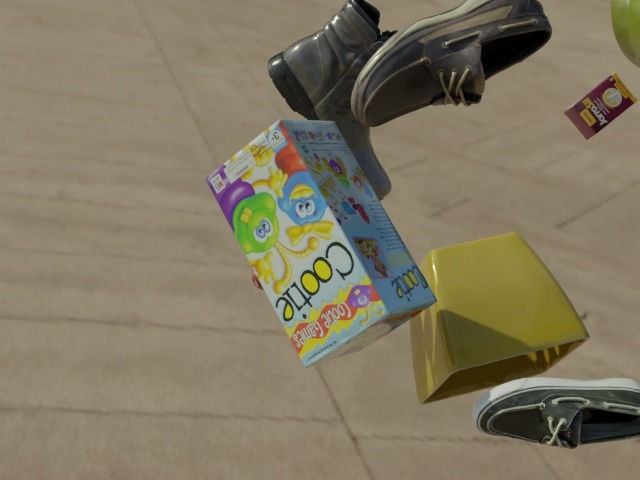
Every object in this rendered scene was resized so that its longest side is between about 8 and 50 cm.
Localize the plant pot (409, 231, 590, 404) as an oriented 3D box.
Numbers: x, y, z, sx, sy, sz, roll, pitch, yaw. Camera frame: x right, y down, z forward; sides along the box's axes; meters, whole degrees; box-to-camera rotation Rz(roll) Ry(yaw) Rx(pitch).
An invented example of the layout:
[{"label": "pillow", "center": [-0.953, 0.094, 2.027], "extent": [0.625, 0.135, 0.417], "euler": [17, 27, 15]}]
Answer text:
[{"label": "plant pot", "center": [0.237, 0.108, 1.674], "extent": [0.212, 0.187, 0.212], "euler": [-12, -19, -13]}]

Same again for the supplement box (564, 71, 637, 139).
[{"label": "supplement box", "center": [0.401, -0.193, 1.629], "extent": [0.055, 0.083, 0.043], "euler": [51, -9, 1]}]

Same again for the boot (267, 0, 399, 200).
[{"label": "boot", "center": [0.083, -0.241, 1.997], "extent": [0.222, 0.338, 0.118], "euler": [-31, 19, 19]}]

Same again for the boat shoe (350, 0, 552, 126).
[{"label": "boat shoe", "center": [0.212, -0.285, 1.798], "extent": [0.355, 0.132, 0.130], "euler": [-35, 57, -5]}]

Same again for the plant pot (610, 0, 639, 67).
[{"label": "plant pot", "center": [0.572, -0.285, 1.452], "extent": [0.366, 0.367, 0.353], "euler": [-1, 22, -29]}]

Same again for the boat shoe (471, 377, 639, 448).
[{"label": "boat shoe", "center": [0.296, 0.213, 1.382], "extent": [0.219, 0.078, 0.070], "euler": [-6, 31, 1]}]

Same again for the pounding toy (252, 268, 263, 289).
[{"label": "pounding toy", "center": [-0.044, 0.016, 1.677], "extent": [0.110, 0.183, 0.237], "euler": [1, -5, -5]}]

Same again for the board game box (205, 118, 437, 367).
[{"label": "board game box", "center": [0.000, 0.000, 1.441], "extent": [0.144, 0.142, 0.275], "euler": [-7, 65, -59]}]
